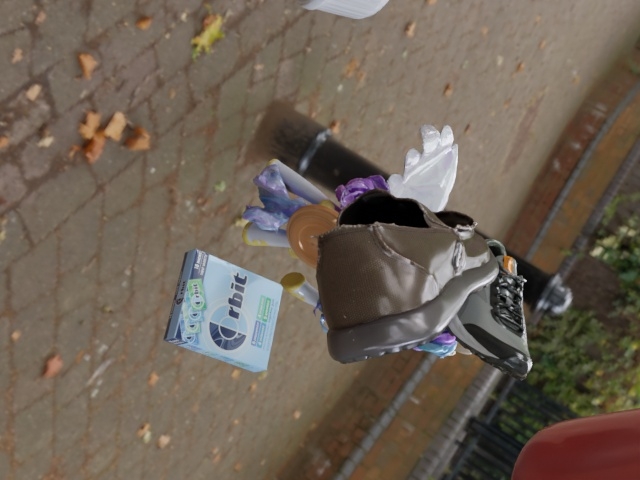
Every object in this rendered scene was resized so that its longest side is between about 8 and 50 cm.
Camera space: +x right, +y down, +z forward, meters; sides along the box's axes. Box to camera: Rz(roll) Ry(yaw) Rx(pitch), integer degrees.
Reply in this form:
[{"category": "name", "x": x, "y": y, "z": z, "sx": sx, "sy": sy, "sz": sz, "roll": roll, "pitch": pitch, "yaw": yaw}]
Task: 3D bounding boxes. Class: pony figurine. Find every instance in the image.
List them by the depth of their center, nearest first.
[{"category": "pony figurine", "x": 0.056, "y": 0.013, "z": 1.219, "sx": 0.303, "sy": 0.363, "sz": 0.351, "roll": -49, "pitch": 146, "yaw": -25}]

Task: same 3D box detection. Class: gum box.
[{"category": "gum box", "x": -0.159, "y": 0.119, "z": 1.404, "sx": 0.041, "sy": 0.184, "sz": 0.157, "roll": -18, "pitch": -126, "yaw": 49}]

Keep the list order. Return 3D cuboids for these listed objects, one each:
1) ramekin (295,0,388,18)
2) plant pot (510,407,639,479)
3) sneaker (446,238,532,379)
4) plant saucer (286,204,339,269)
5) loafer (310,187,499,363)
[{"category": "ramekin", "x": 0.067, "y": -0.515, "z": 1.462, "sx": 0.273, "sy": 0.127, "sz": 0.273, "roll": -49, "pitch": -150, "yaw": 43}, {"category": "plant pot", "x": 0.391, "y": 0.303, "z": 0.933, "sx": 0.275, "sy": 0.275, "sz": 0.243, "roll": -44, "pitch": -178, "yaw": -40}, {"category": "sneaker", "x": 0.227, "y": 0.082, "z": 1.114, "sx": 0.108, "sy": 0.100, "sz": 0.271, "roll": -51, "pitch": -160, "yaw": 20}, {"category": "plant saucer", "x": 0.000, "y": 0.000, "z": 0.910, "sx": 0.013, "sy": 0.083, "sz": 0.083, "roll": -51, "pitch": 163, "yaw": -49}, {"category": "loafer", "x": 0.090, "y": 0.005, "z": 0.822, "sx": 0.366, "sy": 0.134, "sz": 0.130, "roll": -32, "pitch": 106, "yaw": -72}]
